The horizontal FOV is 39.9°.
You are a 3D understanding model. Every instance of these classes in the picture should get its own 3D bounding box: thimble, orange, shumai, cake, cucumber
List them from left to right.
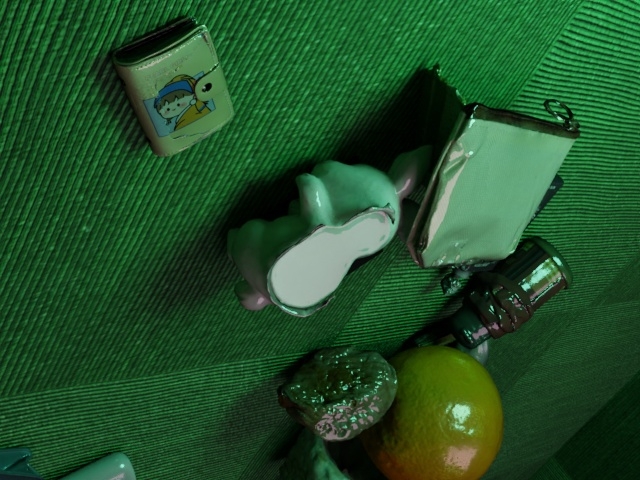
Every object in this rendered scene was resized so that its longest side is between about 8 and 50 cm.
[{"bbox_3d":[0.027,0.315,1.690,0.218,0.184,0.185,-37,153,-35],"label":"shumai"},{"bbox_3d":[0.062,0.520,1.932,0.291,0.291,0.195,-3,132,-44],"label":"thimble"},{"bbox_3d":[0.224,0.366,1.802,0.312,0.312,0.312,-26,148,-18],"label":"orange"},{"bbox_3d":[0.178,-0.147,1.294,0.099,0.100,0.235,-37,151,-1],"label":"cake"},{"bbox_3d":[0.283,0.200,1.943,0.220,0.046,0.070,-18,147,-27],"label":"cucumber"}]

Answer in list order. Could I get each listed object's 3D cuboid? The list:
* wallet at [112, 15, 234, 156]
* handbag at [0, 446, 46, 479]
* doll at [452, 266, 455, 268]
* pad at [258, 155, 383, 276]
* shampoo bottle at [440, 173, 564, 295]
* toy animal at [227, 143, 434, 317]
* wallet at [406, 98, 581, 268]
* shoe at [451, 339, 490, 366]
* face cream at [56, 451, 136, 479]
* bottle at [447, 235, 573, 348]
[{"bbox_3d":[-0.157,-0.167,0.980,0.110,0.039,0.155,-29,150,-10],"label":"wallet"},{"bbox_3d":[-0.555,0.400,1.336,0.229,0.062,0.179,-44,146,13],"label":"handbag"},{"bbox_3d":[0.269,-0.048,1.500,0.135,0.143,0.221,-13,149,-36],"label":"doll"},{"bbox_3d":[0.000,0.000,1.408,0.202,0.005,0.300,-33,149,-6],"label":"pad"},{"bbox_3d":[0.325,-0.016,1.662,0.098,0.071,0.309,-5,140,-47],"label":"shampoo bottle"},{"bbox_3d":[0.028,-0.015,1.244,0.325,0.154,0.208,-15,125,-13],"label":"toy animal"},{"bbox_3d":[0.252,-0.081,1.294,0.335,0.068,0.275,-2,119,-49],"label":"wallet"},{"bbox_3d":[0.331,0.280,2.061,0.100,0.103,0.251,0,132,-2],"label":"shoe"},{"bbox_3d":[-0.453,0.472,1.502,0.291,0.071,0.144,-24,133,-29],"label":"face cream"},{"bbox_3d":[0.382,0.114,1.838,0.271,0.143,0.156,-38,-171,-4],"label":"bottle"}]
